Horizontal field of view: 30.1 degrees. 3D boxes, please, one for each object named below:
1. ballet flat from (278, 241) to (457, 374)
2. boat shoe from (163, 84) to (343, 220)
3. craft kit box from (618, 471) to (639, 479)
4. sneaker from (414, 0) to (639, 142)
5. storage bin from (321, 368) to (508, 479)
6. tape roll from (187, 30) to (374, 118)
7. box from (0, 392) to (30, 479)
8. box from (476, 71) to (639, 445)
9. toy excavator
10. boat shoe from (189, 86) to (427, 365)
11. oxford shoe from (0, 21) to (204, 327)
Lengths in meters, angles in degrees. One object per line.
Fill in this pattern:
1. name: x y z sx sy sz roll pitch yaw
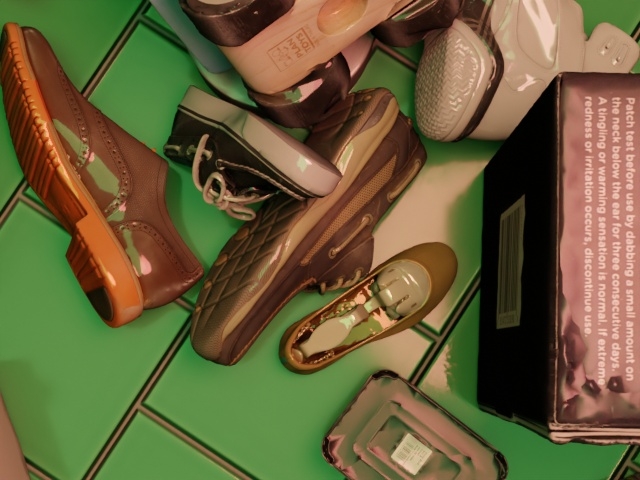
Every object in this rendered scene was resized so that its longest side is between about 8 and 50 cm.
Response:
1. ballet flat: 0.058 0.079 1.323 0.232 0.073 0.080 -35 86 -2
2. boat shoe: -0.087 -0.081 1.245 0.113 0.306 0.105 29 92 -39
3. craft kit box: 0.285 0.413 1.304 0.246 0.061 0.250 -19 85 2
4. sneaker: 0.236 -0.271 1.304 0.210 0.137 0.366 12 89 -16
5. storage bin: 0.102 0.236 1.298 0.180 0.084 0.122 37 86 7
6. tape roll: -0.045 -0.249 1.353 0.219 0.072 0.219 0 85 2
7. box: -0.501 0.285 1.267 0.345 0.168 0.215 -20 85 -1
8. box: 0.409 0.036 1.119 0.471 0.480 0.298 3 85 1
9. toy excavator: -0.134 -0.324 1.243 0.433 0.222 0.445 -35 60 4
10. boat shoe: 0.000 0.000 1.293 0.130 0.132 0.355 40 83 -23
11. oxford shoe: -0.253 -0.087 1.336 0.132 0.130 0.364 -23 85 -26
